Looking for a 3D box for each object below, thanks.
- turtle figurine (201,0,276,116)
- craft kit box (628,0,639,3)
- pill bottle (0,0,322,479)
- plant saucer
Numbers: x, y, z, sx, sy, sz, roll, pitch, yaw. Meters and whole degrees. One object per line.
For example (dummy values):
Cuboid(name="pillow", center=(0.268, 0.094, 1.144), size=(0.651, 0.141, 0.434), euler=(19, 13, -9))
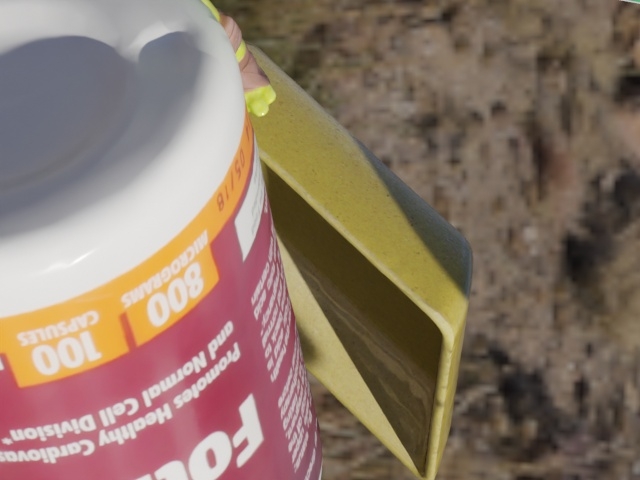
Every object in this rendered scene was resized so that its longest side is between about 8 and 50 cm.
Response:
Cuboid(name="turtle figurine", center=(-0.112, -0.143, 1.142), size=(0.269, 0.087, 0.217), euler=(-38, 145, -19))
Cuboid(name="craft kit box", center=(0.108, -0.229, 0.827), size=(0.061, 0.247, 0.250), euler=(-80, -179, -49))
Cuboid(name="pill bottle", center=(-0.119, 0.070, 0.954), size=(0.392, 0.224, 0.224), euler=(78, 29, -45))
Cuboid(name="plant saucer", center=(0.000, 0.000, 1.426), size=(0.081, 0.333, 0.333), euler=(-42, 161, -17))
